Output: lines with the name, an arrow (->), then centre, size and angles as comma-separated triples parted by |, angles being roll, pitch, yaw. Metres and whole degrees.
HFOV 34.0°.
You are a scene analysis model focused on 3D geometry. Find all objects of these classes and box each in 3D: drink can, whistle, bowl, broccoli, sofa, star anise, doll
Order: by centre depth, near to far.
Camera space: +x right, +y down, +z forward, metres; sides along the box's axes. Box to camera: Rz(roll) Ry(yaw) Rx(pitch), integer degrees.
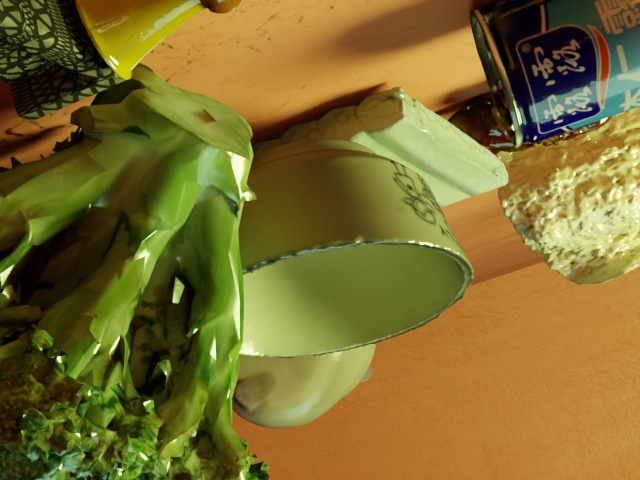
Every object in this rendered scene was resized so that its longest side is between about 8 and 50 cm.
sofa -> -0.138, -0.087, 0.451 | 0.060, 0.039, 0.118 | -19, 171, 14
whistle -> -0.049, -0.112, 0.473 | 0.109, 0.046, 0.057 | -24, 156, 3
broccoli -> -0.150, 0.036, 0.576 | 0.275, 0.308, 0.308 | -57, 157, 15
drink can -> 0.219, -0.139, 0.649 | 0.235, 0.097, 0.097 | -19, 171, 6
bowl -> 0.000, 0.000, 0.767 | 0.211, 0.112, 0.211 | -8, 156, -3
star anise -> 0.189, -0.108, 0.892 | 0.167, 0.057, 0.168 | -18, 170, -3
doll -> -0.034, 0.116, 1.313 | 0.226, 0.215, 0.370 | -33, 170, -7

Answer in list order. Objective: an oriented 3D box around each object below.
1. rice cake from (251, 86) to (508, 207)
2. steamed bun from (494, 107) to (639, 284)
rice cake -> 0.040, -0.053, 0.859 | 0.189, 0.037, 0.198 | -20, 158, 19
steamed bun -> 0.324, -0.052, 1.133 | 0.225, 0.170, 0.200 | -22, 165, 19
